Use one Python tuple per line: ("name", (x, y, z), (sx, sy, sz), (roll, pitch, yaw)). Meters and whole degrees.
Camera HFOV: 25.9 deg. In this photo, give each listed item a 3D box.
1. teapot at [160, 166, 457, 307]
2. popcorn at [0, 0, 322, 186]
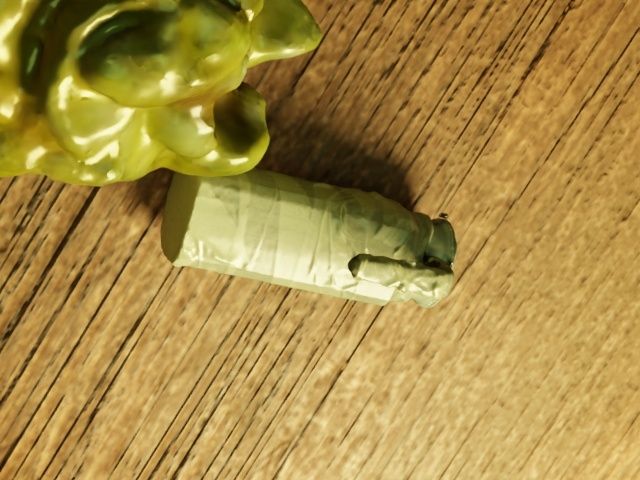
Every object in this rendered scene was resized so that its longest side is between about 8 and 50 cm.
("teapot", (0.000, 0.000, 0.951), (0.200, 0.107, 0.077), (12, 101, -22))
("popcorn", (-0.129, -0.155, 0.786), (0.241, 0.235, 0.250), (-14, 138, -36))
